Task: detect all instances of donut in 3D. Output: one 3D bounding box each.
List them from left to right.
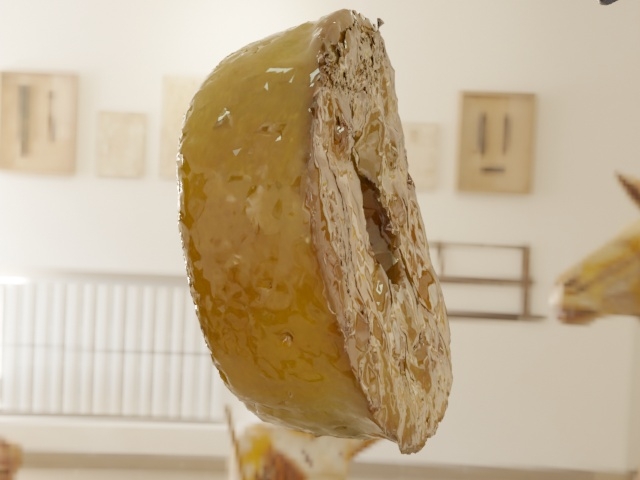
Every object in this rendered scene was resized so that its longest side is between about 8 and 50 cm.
[{"bbox_3d":[0.000,-0.003,0.861,0.109,0.277,0.277,-8,0,19],"label":"donut"}]

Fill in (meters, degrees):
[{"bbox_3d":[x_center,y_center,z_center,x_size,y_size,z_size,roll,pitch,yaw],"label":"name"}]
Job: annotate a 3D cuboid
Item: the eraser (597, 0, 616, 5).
[{"bbox_3d":[0.161,-0.237,0.725,0.036,0.225,0.082,-5,46,7],"label":"eraser"}]
